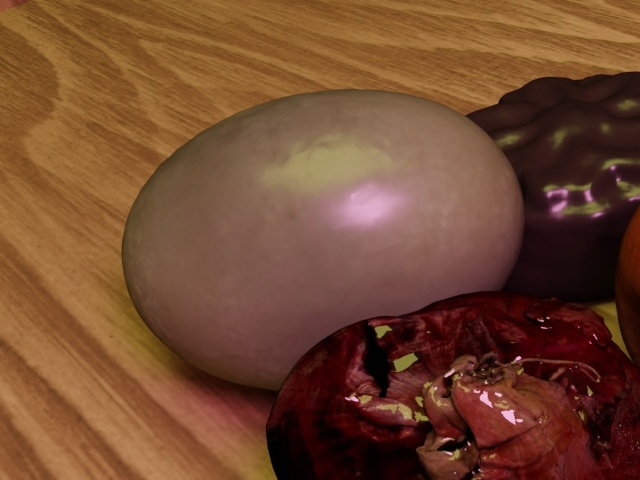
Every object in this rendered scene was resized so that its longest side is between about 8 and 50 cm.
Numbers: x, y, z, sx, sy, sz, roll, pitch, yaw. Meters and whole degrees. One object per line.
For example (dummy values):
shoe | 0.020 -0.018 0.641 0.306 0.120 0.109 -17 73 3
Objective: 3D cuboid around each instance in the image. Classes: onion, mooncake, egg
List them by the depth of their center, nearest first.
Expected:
onion | 0.091 0.139 0.681 0.281 0.281 0.221 8 79 27
egg | 0.000 0.000 0.874 0.352 0.258 0.258 -17 33 12
mooncake | 0.251 -0.068 1.004 0.283 0.141 0.283 -10 32 6

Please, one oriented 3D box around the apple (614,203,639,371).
apple | 0.325 0.055 0.707 0.206 0.251 0.272 -25 50 8
